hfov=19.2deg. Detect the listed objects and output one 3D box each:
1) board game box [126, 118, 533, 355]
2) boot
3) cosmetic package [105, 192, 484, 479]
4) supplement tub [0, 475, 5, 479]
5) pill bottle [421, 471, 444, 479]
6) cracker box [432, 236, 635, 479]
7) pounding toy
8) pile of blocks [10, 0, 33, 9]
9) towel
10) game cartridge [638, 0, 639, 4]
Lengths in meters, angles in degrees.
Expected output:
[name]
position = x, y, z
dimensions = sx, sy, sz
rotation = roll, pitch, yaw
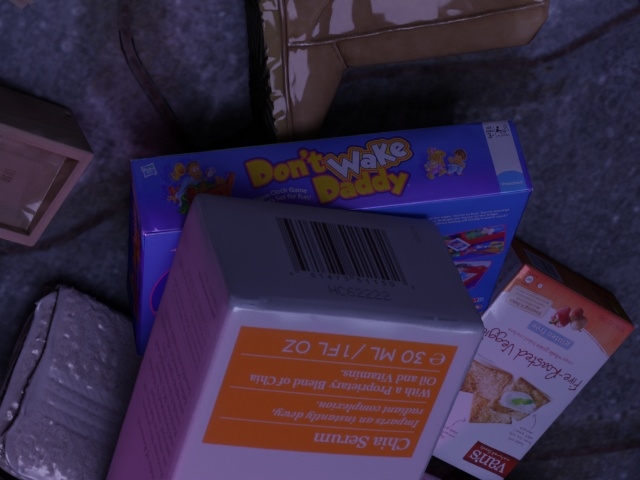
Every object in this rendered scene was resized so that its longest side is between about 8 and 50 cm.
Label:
[board game box]
position = 0.000, 0.000, 1.739
dimensions = 0.347, 0.078, 0.233
rotation = -7, 151, -11
[boot]
position = 0.073, -0.170, 1.710
dimensions = 0.269, 0.089, 0.236
rotation = -12, 129, -12
[cosmetic package]
position = -0.049, 0.195, 1.666
dimensions = 0.230, 0.161, 0.453
rotation = 6, 124, -20
[supplement tub]
position = -0.410, 0.339, 1.802
dimensions = 0.331, 0.241, 0.241
rotation = 0, 121, -14
[pill bottle]
position = 0.200, 0.384, 2.006
dimensions = 0.363, 0.210, 0.210
rotation = 28, 110, -27
[cracker box]
position = 0.185, 0.126, 1.930
dimensions = 0.156, 0.067, 0.232
rotation = 28, 111, -27
[pounding toy]
position = -0.303, -0.069, 1.681
dimensions = 0.130, 0.100, 0.141
rotation = 18, 118, -39
[pile of blocks]
position = -0.307, -0.207, 1.573
dimensions = 0.149, 0.112, 0.362
rotation = 36, 107, -29
[towel]
position = -0.179, 0.175, 1.820
dimensions = 0.282, 0.049, 0.187
rotation = 27, 71, -29
[game cartridge]
position = 0.415, -0.315, 1.622
dimensions = 0.230, 0.068, 0.355
rotation = -11, 155, -12
